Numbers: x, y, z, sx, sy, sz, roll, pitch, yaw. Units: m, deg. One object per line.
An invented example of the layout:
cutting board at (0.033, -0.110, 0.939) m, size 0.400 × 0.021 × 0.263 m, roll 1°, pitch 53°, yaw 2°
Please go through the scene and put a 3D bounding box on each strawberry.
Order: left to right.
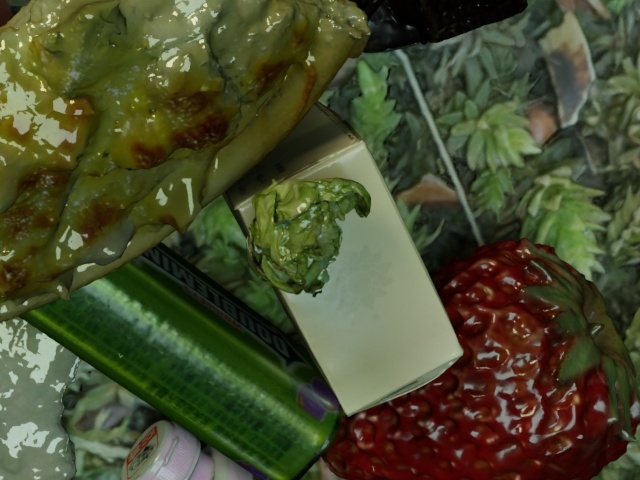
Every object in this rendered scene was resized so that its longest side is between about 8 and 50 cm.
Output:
strawberry at (0.106, 0.114, 1.028) m, size 0.244 × 0.205 × 0.205 m, roll -28°, pitch 113°, yaw 23°

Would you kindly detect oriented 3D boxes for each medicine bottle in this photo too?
medicine bottle at (-0.051, 0.220, 1.047) m, size 0.219 × 0.115 × 0.078 m, roll 38°, pitch 97°, yaw -20°

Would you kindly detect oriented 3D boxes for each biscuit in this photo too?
biscuit at (-0.267, 0.156, 1.020) m, size 0.188 × 0.040 × 0.265 m, roll 36°, pitch 96°, yaw -18°

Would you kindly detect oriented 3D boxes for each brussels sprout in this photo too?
brussels sprout at (-0.012, -0.004, 0.795) m, size 0.085 × 0.058 × 0.085 m, roll -25°, pitch 128°, yaw -35°

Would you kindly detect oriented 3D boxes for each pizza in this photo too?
pizza at (-0.130, -0.061, 0.765) m, size 0.323 × 0.089 × 0.223 m, roll -36°, pitch 142°, yaw 11°

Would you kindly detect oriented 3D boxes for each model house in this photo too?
model house at (0.060, -0.176, 0.932) m, size 0.165 × 0.152 × 0.106 m, roll -24°, pitch 105°, yaw -6°

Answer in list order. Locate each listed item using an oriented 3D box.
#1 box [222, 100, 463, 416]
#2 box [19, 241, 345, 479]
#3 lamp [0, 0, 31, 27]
box at (0.000, 0.000, 0.938) m, size 0.095 × 0.212 × 0.168 m, roll -26°, pitch 110°, yaw -4°
box at (-0.137, 0.040, 0.962) m, size 0.345 × 0.134 × 0.097 m, roll 38°, pitch 98°, yaw -20°
lamp at (-0.137, -0.222, 0.822) m, size 0.265 × 0.233 × 0.233 m, roll -42°, pitch 112°, yaw 16°
